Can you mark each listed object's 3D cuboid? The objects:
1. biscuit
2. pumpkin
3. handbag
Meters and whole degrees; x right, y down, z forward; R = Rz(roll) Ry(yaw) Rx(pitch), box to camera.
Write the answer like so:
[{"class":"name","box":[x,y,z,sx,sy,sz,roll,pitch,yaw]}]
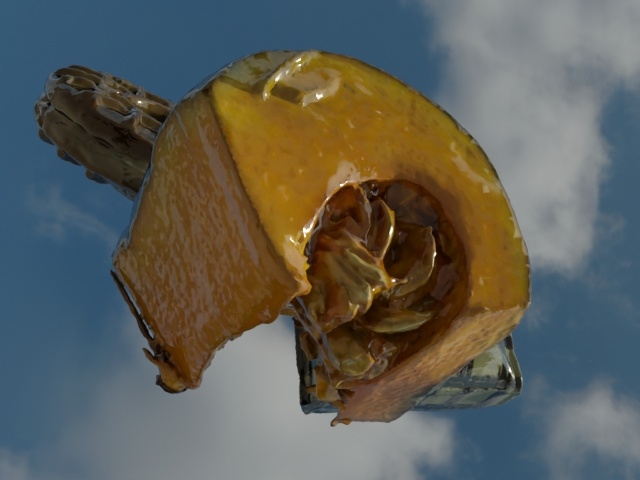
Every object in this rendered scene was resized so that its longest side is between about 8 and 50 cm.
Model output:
[{"class":"biscuit","box":[-0.226,-0.129,1.112,0.332,0.332,0.103,35,-77,20]},{"class":"pumpkin","box":[0.000,0.000,0.670,0.225,0.303,0.256,-43,-138,49]},{"class":"handbag","box":[0.115,0.086,1.208,0.162,0.325,0.327,-41,-129,50]}]
